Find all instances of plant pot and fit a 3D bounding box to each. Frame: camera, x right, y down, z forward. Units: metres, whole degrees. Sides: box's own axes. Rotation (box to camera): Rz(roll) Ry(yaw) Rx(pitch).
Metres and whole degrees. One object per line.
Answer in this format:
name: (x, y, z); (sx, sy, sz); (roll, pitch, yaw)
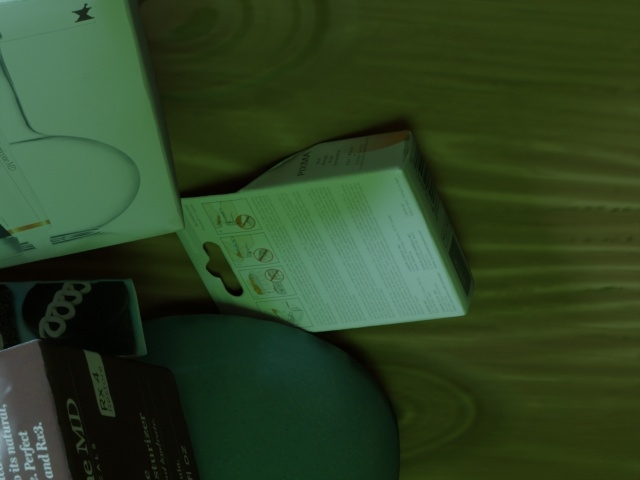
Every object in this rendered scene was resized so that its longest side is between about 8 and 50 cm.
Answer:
plant pot: (-0.082, 0.221, 1.369); (0.290, 0.195, 0.290); (-2, 134, -2)

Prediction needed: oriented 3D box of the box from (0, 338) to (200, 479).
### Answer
box: (-0.183, 0.170, 1.183); (0.167, 0.168, 0.203); (-18, 167, 14)

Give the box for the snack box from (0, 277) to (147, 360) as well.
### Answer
snack box: (-0.291, 0.080, 1.203); (0.322, 0.060, 0.187); (0, 161, -45)

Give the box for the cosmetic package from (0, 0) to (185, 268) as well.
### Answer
cosmetic package: (-0.279, -0.065, 1.056); (0.377, 0.097, 0.284); (-12, 153, -2)

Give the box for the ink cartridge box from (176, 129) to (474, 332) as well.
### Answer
ink cartridge box: (0.000, 0.000, 1.317); (0.179, 0.045, 0.145); (-5, 134, 24)
